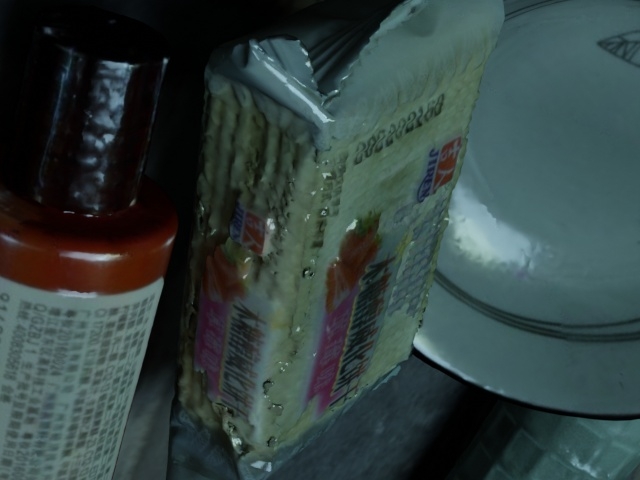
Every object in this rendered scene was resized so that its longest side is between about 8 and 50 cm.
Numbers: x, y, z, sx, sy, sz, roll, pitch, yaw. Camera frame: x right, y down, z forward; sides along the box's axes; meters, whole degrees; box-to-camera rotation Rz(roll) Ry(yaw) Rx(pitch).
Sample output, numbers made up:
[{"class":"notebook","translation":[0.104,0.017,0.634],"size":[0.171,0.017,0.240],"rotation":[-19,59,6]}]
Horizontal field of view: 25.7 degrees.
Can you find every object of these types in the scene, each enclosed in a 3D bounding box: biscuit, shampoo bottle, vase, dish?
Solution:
[{"class":"biscuit","translation":[0.003,-0.002,0.682],"size":[0.186,0.079,0.309],"rotation":[-29,144,-40]},{"class":"shampoo bottle","translation":[-0.127,0.028,0.648],"size":[0.104,0.104,0.278],"rotation":[-4,122,-38]},{"class":"vase","translation":[0.145,0.163,0.963],"size":[0.143,0.143,0.299],"rotation":[19,111,-46]},{"class":"dish","translation":[0.163,-0.042,0.784],"size":[0.316,0.106,0.316],"rotation":[4,130,5]}]
